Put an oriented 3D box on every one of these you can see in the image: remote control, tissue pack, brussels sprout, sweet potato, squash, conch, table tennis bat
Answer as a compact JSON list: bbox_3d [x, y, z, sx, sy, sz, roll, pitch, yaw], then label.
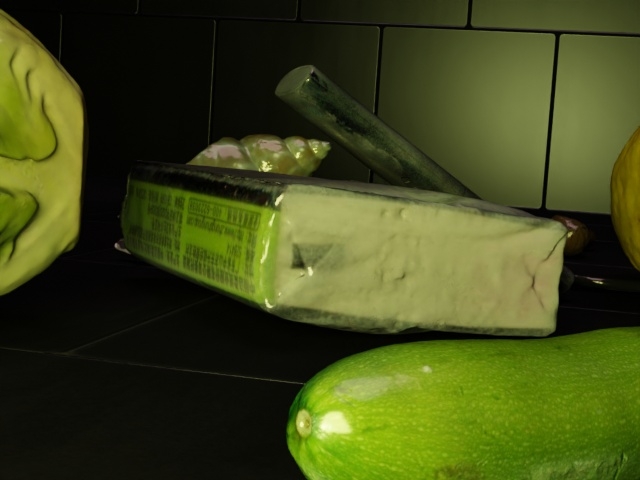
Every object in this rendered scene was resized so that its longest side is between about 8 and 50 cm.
[{"bbox_3d":[0.115,-0.059,1.205,0.377,0.044,0.107,37,-4,-18],"label":"remote control"},{"bbox_3d":[0.000,0.000,1.056,0.288,0.124,0.394,6,3,-26],"label":"tissue pack"},{"bbox_3d":[-0.310,-0.063,0.813,0.294,0.259,0.227,1,0,-23],"label":"brussels sprout"},{"bbox_3d":[0.405,-0.007,1.821,0.081,0.062,0.233,21,7,16],"label":"sweet potato"},{"bbox_3d":[0.103,0.082,0.493,0.292,0.082,0.082,1,6,-42],"label":"squash"},{"bbox_3d":[-0.086,-0.063,1.282,0.173,0.116,0.106,-19,36,-34],"label":"conch"},{"bbox_3d":[0.316,0.044,1.370,0.236,0.027,0.150,3,5,-20],"label":"table tennis bat"}]

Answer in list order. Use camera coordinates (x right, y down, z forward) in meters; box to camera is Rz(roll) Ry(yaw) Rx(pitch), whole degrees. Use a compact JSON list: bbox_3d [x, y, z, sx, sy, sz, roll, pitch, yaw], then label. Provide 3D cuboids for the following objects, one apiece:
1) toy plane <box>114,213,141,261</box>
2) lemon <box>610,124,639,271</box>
[{"bbox_3d":[-0.158,-0.036,1.364,0.160,0.082,0.234,17,38,31],"label":"toy plane"},{"bbox_3d":[0.456,-0.049,1.220,0.285,0.285,0.316,0,-25,-37],"label":"lemon"}]
